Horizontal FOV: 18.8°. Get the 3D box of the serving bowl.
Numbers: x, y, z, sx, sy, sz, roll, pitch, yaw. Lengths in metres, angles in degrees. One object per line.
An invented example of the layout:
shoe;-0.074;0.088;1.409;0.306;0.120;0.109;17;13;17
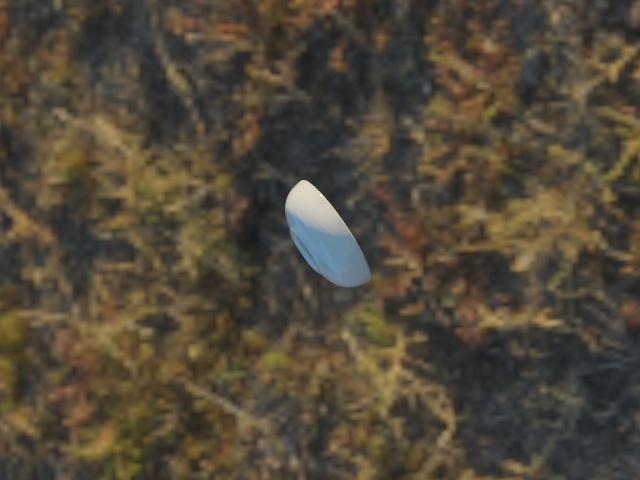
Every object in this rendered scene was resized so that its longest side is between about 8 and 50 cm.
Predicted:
serving bowl;0.000;0.000;1.321;0.083;0.027;0.083;54;170;14
